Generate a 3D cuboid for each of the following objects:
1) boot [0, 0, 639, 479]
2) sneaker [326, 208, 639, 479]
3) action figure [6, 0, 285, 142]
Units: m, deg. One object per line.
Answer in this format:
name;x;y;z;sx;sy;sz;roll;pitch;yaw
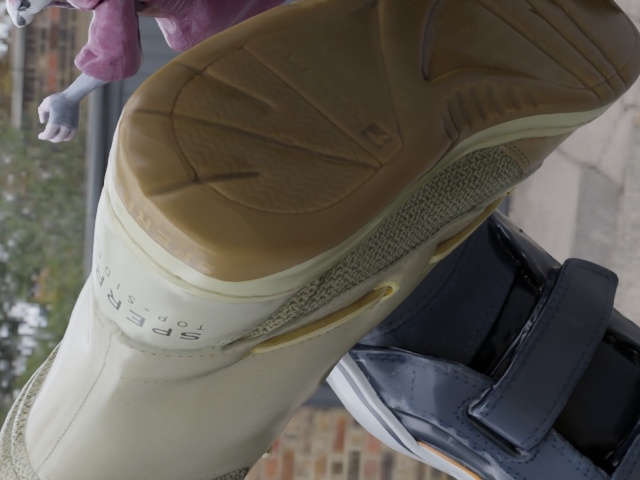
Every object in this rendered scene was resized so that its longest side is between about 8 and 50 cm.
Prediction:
boot;0.000;0.000;0.484;0.262;0.095;0.203;-36;-16;-46
sneaker;0.120;0.079;0.599;0.127;0.321;0.126;-6;43;50
action figure;-0.151;-0.250;1.236;0.370;0.275;0.248;-21;-85;-56
